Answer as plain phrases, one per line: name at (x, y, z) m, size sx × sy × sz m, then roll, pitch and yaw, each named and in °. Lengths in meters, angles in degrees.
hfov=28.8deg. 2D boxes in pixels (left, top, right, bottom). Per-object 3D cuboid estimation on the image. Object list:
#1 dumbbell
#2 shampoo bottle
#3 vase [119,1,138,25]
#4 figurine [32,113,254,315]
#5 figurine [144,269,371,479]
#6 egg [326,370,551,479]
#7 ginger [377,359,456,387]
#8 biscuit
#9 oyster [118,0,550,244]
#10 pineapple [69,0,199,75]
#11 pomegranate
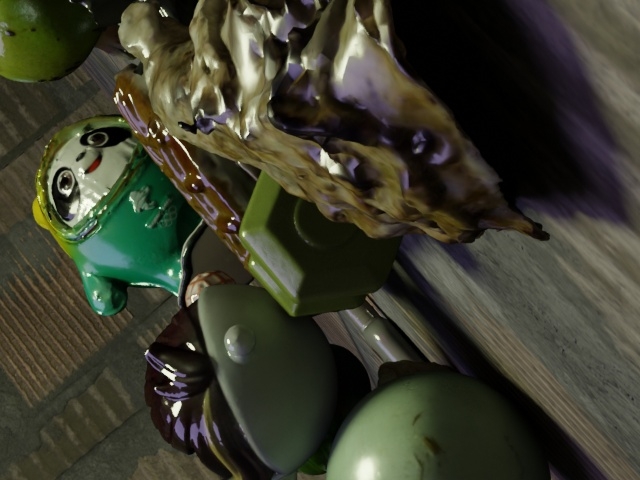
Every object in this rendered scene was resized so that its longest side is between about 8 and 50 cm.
dumbbell at (0.000, 0.000, 0.977) m, size 0.108 × 0.121 × 0.302 m, roll 20°, pitch 173°, yaw 1°
shampoo bottle at (0.088, 0.132, 1.516) m, size 0.165 × 0.040 × 0.080 m, roll 47°, pitch 176°, yaw 12°
vase at (-0.145, -0.190, 1.030) m, size 0.081 × 0.081 × 0.149 m, roll 46°, pitch 177°, yaw 32°
figurine at (-0.251, -0.048, 1.771) m, size 0.340 × 0.323 × 0.231 m, roll 30°, pitch 170°, yaw 29°
figurine at (-0.039, 0.147, 1.213) m, size 0.370 × 0.167 × 0.281 m, roll 30°, pitch -146°, yaw -61°
egg at (0.108, 0.224, 1.131) m, size 0.203 × 0.203 × 0.283 m, roll 47°, pitch 169°, yaw 24°
ginger at (0.164, 0.222, 1.366) m, size 0.288 × 0.075 × 0.089 m, roll 47°, pitch -160°, yaw -30°
biscuit at (-0.085, -0.062, 1.275) m, size 0.332 × 0.103 × 0.332 m, roll 48°, pitch 175°, yaw 6°
oyster at (0.002, -0.056, 0.635) m, size 0.204 × 0.111 × 0.396 m, roll 48°, pitch 171°, yaw -17°
pineapple at (-0.163, -0.215, 0.818) m, size 0.251 × 0.125 × 0.125 m, roll 47°, pitch 176°, yaw -21°
pomegranate at (-0.297, -0.259, 1.412) m, size 0.209 × 0.180 × 0.180 m, roll 19°, pitch -171°, yaw -25°
